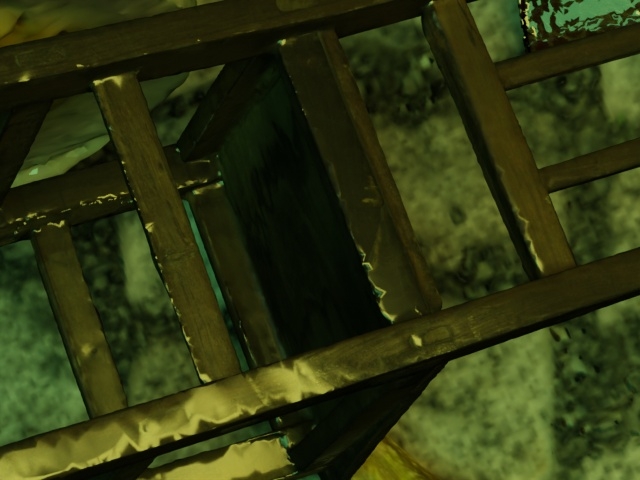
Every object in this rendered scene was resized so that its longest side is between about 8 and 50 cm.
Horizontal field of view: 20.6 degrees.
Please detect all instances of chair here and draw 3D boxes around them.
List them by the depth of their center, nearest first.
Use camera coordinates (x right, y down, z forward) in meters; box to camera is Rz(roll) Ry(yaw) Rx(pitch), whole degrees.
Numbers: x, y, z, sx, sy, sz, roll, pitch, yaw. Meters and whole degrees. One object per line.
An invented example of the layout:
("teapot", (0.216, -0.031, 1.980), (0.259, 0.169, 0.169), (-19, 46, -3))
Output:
("chair", (0.000, 0.000, 0.843), (0.416, 0.240, 0.203), (-15, 74, -22))

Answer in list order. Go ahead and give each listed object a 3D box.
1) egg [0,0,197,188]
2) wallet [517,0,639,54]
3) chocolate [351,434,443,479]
("egg", (-0.265, -0.186, 0.830), (0.354, 0.354, 0.340), (-24, 79, 15))
("wallet", (0.214, -0.169, 0.868), (0.243, 0.039, 0.133), (-6, 101, 14))
("chocolate", (0.075, 0.175, 0.911), (0.085, 0.085, 0.219), (-44, 72, 14))
